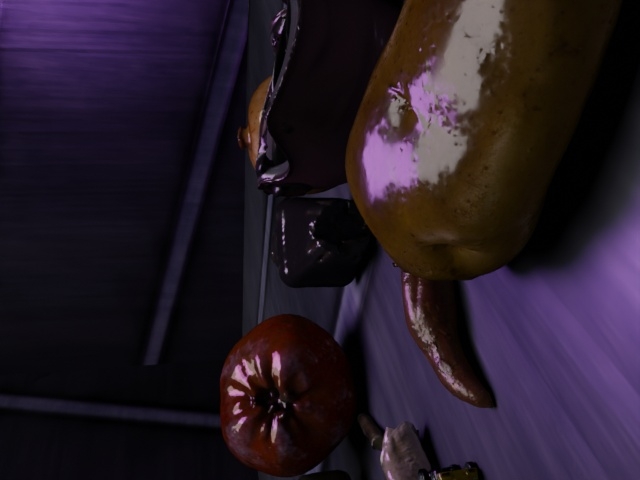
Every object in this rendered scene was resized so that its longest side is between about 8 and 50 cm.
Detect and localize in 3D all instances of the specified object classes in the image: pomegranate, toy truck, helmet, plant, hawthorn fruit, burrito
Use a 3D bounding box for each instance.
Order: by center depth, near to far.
[{"bbox_3d":[0.143,0.274,0.745,0.083,0.049,0.054,113,151,-67],"label":"toy truck"},{"bbox_3d":[0.120,0.321,0.821,0.226,0.060,0.087,-107,-2,-50],"label":"burrito"},{"bbox_3d":[0.018,-0.194,0.909,0.338,0.197,0.271,109,163,-68],"label":"helmet"},{"bbox_3d":[-0.039,-0.183,1.159,0.215,0.215,0.215,178,90,-79],"label":"pomegranate"},{"bbox_3d":[0.000,0.000,1.186,0.256,0.141,0.164,162,105,-66],"label":"plant"},{"bbox_3d":[-0.064,0.284,1.244,0.284,0.284,0.284,178,90,-79],"label":"hawthorn fruit"}]

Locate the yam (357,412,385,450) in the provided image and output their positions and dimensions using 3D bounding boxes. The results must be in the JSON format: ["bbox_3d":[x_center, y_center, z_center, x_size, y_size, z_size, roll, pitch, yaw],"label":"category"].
[{"bbox_3d":[0.085,0.306,1.101,0.027,0.033,0.129,64,175,-6],"label":"yam"}]

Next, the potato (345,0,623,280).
[{"bbox_3d":[0.119,-0.111,0.547,0.195,0.176,0.369,-65,-7,-45],"label":"potato"}]

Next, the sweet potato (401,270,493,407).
[{"bbox_3d":[0.129,0.074,0.766,0.078,0.058,0.255,-45,49,47],"label":"sweet potato"}]

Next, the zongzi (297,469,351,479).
[{"bbox_3d":[0.028,0.611,1.151,0.323,0.159,0.361,-106,10,-68],"label":"zongzi"}]
